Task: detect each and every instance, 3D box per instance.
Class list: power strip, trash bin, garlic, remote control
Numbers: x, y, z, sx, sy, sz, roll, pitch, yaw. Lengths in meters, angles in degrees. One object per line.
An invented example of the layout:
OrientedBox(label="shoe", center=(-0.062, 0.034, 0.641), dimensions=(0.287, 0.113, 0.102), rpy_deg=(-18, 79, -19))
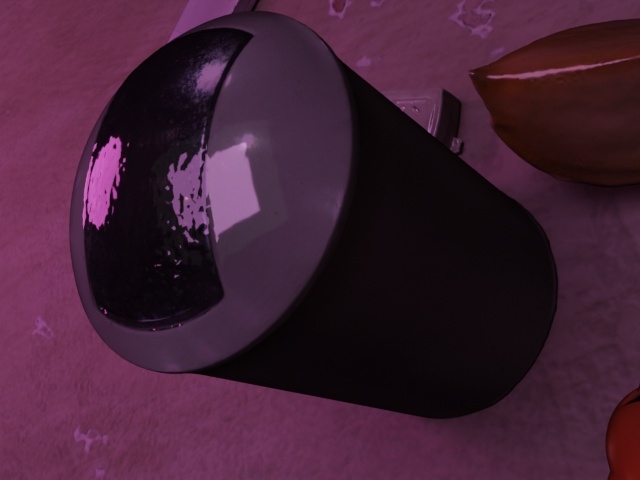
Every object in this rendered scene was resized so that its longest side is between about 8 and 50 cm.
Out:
OrientedBox(label="power strip", center=(0.074, -0.123, 1.108), dimensions=(0.175, 0.042, 0.075), rpy_deg=(2, 77, 40))
OrientedBox(label="trash bin", center=(0.000, 0.000, 0.861), dimensions=(0.280, 0.432, 0.281), rpy_deg=(-15, 65, 34))
OrientedBox(label="garlic", center=(0.300, -0.123, 0.821), dimensions=(0.338, 0.196, 0.151), rpy_deg=(0, 90, 43))
OrientedBox(label="remote control", center=(-0.135, -0.317, 1.360), dimensions=(0.103, 0.034, 0.250), rpy_deg=(30, 94, 42))

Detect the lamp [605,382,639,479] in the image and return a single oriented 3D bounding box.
OrientedBox(label="lamp", center=(0.302, 0.164, 0.736), dimensions=(0.187, 0.164, 0.188), rpy_deg=(-1, 86, 19))
